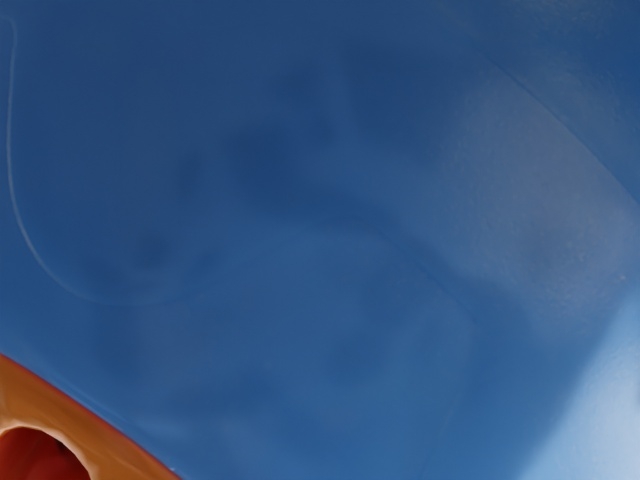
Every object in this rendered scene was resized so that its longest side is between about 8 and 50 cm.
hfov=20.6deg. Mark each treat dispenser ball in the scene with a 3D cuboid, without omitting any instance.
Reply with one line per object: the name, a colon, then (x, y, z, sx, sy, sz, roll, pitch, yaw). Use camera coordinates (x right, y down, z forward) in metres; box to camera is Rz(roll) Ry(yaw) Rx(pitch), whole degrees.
treat dispenser ball: (0.000, 0.000, 0.538, 0.288, 0.288, 0.288, -14, -119, 28)
